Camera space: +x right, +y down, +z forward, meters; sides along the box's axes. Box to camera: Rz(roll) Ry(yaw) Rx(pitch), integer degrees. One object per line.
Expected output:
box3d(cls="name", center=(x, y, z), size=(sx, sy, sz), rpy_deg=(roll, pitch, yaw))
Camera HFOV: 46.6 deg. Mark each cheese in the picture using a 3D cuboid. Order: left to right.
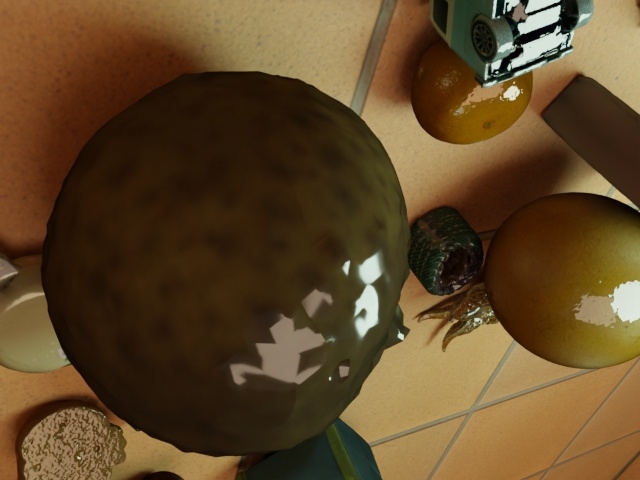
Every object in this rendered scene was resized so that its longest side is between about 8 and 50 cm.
box3d(cls="cheese", center=(-0.366, 0.073, 0.862), size=(0.163, 0.071, 0.248), rpy_deg=(-43, 143, 11))

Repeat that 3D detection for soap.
box3d(cls="soap", center=(0.518, -0.102, 1.155), size=(0.107, 0.285, 0.296), rpy_deg=(-48, 140, 17))

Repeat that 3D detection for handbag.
box3d(cls="handbag", center=(-0.005, 0.508, 1.509), size=(0.241, 0.222, 0.263), rpy_deg=(-31, 143, 5))

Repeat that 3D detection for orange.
box3d(cls="orange", center=(0.188, -0.195, 0.936), size=(0.156, 0.124, 0.156), rpy_deg=(-14, 154, -7))

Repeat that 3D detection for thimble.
box3d(cls="thimble", center=(0.203, 0.019, 1.216), size=(0.118, 0.090, 0.135), rpy_deg=(-22, 140, -19))

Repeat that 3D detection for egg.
box3d(cls="egg", center=(0.417, 0.064, 1.202), size=(0.351, 0.283, 0.283), rpy_deg=(12, 124, -41))

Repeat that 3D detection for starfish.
box3d(cls="starfish", center=(0.327, 0.104, 1.413), size=(0.293, 0.084, 0.302), rpy_deg=(-28, 147, -10))

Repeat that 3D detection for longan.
box3d(cls="longan", center=(-0.086, 0.021, 0.765), size=(0.390, 0.391, 0.391), rpy_deg=(-20, 142, -17))

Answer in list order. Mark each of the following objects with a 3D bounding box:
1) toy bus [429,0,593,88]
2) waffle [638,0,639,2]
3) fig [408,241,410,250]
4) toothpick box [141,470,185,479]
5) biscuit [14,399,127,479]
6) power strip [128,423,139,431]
box3d(cls="toy bus", center=(0.191, -0.318, 0.760), size=(0.133, 0.165, 0.271), rpy_deg=(-23, 142, -15))
box3d(cls="waffle", center=(0.621, -0.358, 1.001), size=(0.308, 0.213, 0.091), rpy_deg=(-39, 142, 9))
box3d(cls="fig", center=(0.019, -0.019, 0.997), size=(0.202, 0.149, 0.148), rpy_deg=(21, 123, -13))
box3d(cls="toothpick box", center=(-0.344, 0.481, 1.255), size=(0.294, 0.192, 0.192), rpy_deg=(25, 115, -43))
box3d(cls="biscuit", center=(-0.376, 0.315, 1.117), size=(0.170, 0.050, 0.170), rpy_deg=(-12, 111, -34))
box3d(cls="power strip", center=(-0.296, 0.264, 1.167), size=(0.037, 0.029, 0.111), rpy_deg=(-29, 146, -8))
